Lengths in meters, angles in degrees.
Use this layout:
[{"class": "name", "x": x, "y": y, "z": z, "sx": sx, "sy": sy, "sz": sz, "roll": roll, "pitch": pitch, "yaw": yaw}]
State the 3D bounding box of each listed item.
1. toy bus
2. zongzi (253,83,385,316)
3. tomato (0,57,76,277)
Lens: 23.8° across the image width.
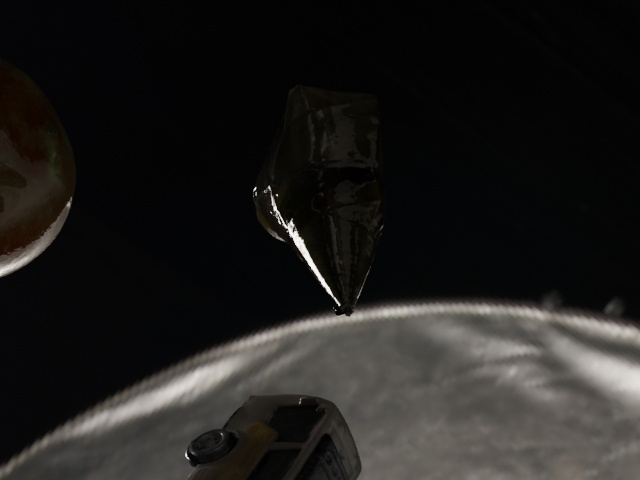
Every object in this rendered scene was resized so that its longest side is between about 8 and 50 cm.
[{"class": "toy bus", "x": -0.081, "y": 0.261, "z": 1.317, "sx": 0.138, "sy": 0.097, "sz": 0.342, "roll": -7, "pitch": 27, "yaw": 32}, {"class": "zongzi", "x": 0.000, "y": 0.000, "z": 1.467, "sx": 0.221, "sy": 0.112, "sz": 0.242, "roll": 116, "pitch": 152, "yaw": -62}, {"class": "tomato", "x": -0.394, "y": -0.089, "z": 1.706, "sx": 0.222, "sy": 0.270, "sz": 0.270, "roll": -15, "pitch": 29, "yaw": 27}]
